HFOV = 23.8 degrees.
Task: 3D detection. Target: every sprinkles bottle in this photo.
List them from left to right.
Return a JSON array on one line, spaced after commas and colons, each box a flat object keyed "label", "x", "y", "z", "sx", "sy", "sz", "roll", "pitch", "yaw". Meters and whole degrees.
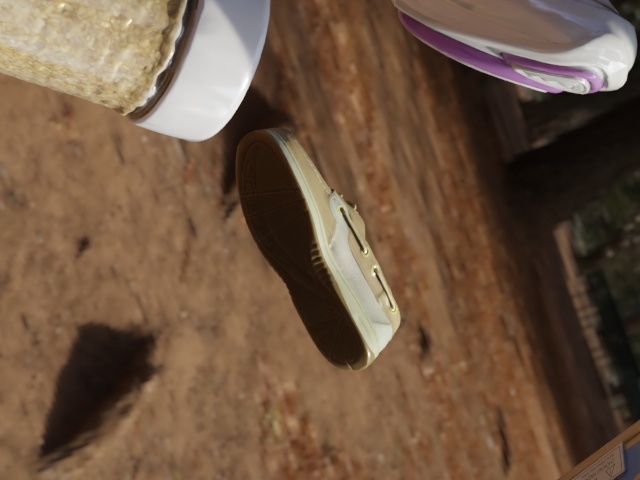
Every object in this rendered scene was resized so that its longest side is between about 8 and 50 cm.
[{"label": "sprinkles bottle", "x": -0.208, "y": -0.162, "z": 0.869, "sx": 0.355, "sy": 0.121, "sz": 0.121, "roll": 17, "pitch": 38, "yaw": -25}]

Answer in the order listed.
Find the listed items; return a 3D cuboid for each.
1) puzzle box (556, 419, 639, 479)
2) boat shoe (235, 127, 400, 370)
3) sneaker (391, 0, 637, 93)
[{"label": "puzzle box", "x": 0.314, "y": 0.195, "z": 1.075, "sx": 0.052, "sy": 0.409, "sz": 0.272, "roll": 28, "pitch": 39, "yaw": -21}, {"label": "boat shoe", "x": 0.000, "y": 0.000, "z": 0.786, "sx": 0.045, "sy": 0.050, "sz": 0.135, "roll": -35, "pitch": 108, "yaw": -42}, {"label": "sneaker", "x": 0.102, "y": -0.189, "z": 0.886, "sx": 0.114, "sy": 0.152, "sz": 0.305, "roll": 17, "pitch": 23, "yaw": -29}]
